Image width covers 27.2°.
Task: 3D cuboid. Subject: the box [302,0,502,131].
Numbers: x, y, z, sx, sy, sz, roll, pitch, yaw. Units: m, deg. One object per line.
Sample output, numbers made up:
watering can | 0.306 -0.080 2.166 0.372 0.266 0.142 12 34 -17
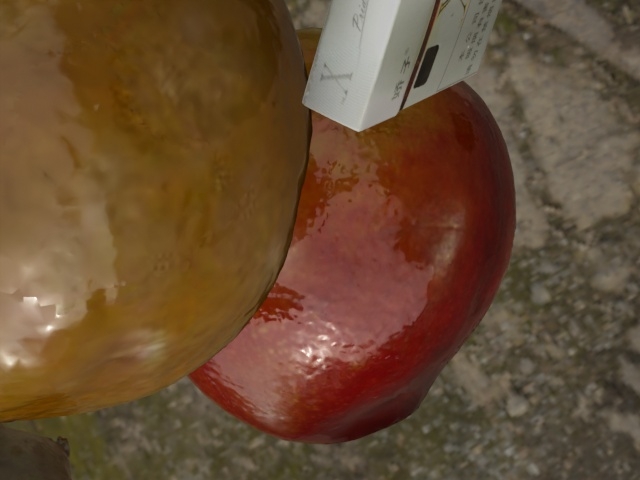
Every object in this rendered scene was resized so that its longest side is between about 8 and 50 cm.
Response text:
box | 0.050 -0.114 0.667 0.040 0.154 0.084 29 118 17

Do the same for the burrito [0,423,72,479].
burrito | -0.214 0.253 0.928 0.299 0.143 0.105 -123 16 -47

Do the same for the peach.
peach | 0.000 0.000 1.243 0.388 0.388 0.388 24 125 40

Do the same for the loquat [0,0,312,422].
loquat | -0.161 -0.060 0.748 0.328 0.328 0.328 24 125 40
